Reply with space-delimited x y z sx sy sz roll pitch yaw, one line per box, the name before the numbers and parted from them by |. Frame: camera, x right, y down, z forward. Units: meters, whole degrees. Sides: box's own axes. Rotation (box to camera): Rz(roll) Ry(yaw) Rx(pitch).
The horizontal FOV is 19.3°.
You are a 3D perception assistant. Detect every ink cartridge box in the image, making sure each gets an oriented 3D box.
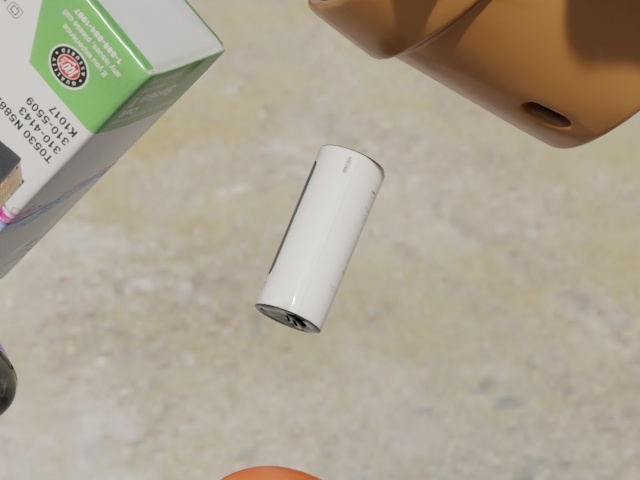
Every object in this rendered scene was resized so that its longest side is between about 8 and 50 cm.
ink cartridge box | -0.238 -0.112 1.309 0.278 0.201 0.117 -42 -4 28

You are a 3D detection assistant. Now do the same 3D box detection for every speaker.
speaker | 0.000 0.000 1.409 0.055 0.136 0.055 21 -14 5

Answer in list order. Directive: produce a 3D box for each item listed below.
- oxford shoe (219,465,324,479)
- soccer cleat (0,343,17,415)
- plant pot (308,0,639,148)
oxford shoe | 0.061 0.195 0.887 0.271 0.097 0.098 21 16 -26
soccer cleat | -0.306 0.004 1.046 0.318 0.108 0.116 28 36 -22
plant pot | 0.161 -0.202 1.315 0.291 0.203 0.291 -44 15 15
